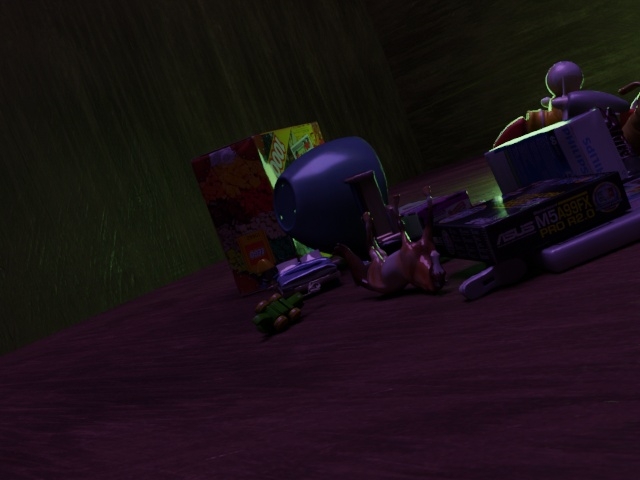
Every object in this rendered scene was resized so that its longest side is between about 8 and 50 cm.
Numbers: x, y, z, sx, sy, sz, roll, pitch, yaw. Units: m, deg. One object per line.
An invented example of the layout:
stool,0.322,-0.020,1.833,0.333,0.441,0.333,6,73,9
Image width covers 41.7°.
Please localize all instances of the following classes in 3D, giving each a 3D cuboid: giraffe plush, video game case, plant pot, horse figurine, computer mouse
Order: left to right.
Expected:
plant pot,0.003,-0.093,1.983,0.195,0.290,0.290,-8,-1,-27
horse figurine,0.122,0.024,1.387,0.066,0.174,0.263,0,-16,-34
computer mouse,0.229,0.010,1.537,0.262,0.060,0.184,-10,-4,-25
video game case,0.442,-0.036,1.276,0.329,0.036,0.300,-22,5,-5
giraffe plush,0.677,-0.220,1.611,0.181,0.210,0.170,-14,31,11

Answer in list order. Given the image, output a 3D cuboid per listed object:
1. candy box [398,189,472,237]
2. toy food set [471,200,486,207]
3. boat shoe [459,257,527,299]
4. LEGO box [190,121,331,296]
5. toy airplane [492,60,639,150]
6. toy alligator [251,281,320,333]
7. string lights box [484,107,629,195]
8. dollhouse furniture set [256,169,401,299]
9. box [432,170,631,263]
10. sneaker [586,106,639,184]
candy box,0.237,-0.050,2.037,0.159,0.071,0.233,-24,7,-28
toy food set,0.383,-0.081,2.098,0.078,0.019,0.122,-19,-2,18
boat shoe,0.238,0.052,1.170,0.100,0.035,0.035,-28,9,-8
LEGO box,-0.106,-0.105,2.293,0.193,0.372,0.500,-18,6,21
toy airplane,0.637,-0.304,2.000,0.384,0.272,0.386,-23,5,-30
toy alligator,-0.063,0.127,1.506,0.190,0.056,0.051,-27,-32,-51
string lights box,0.423,-0.138,1.537,0.077,0.133,0.260,-27,4,-23
dollhouse furniture set,0.000,0.000,1.743,0.303,0.198,0.286,-21,5,-3
box,0.304,-0.035,1.275,0.216,0.060,0.270,-21,4,-8
sneaker,0.543,-0.173,1.594,0.106,0.162,0.281,-19,5,12
